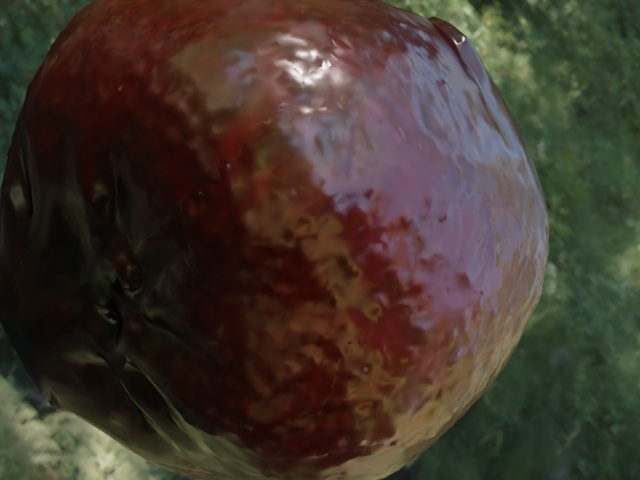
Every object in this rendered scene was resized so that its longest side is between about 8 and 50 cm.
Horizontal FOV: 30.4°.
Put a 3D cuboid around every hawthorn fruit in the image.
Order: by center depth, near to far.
[{"bbox_3d":[0.000,0.000,0.510,0.266,0.230,0.210,0,74,-44],"label":"hawthorn fruit"}]
